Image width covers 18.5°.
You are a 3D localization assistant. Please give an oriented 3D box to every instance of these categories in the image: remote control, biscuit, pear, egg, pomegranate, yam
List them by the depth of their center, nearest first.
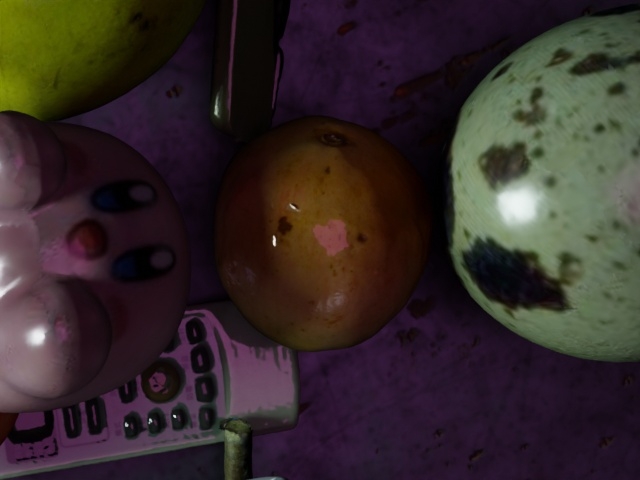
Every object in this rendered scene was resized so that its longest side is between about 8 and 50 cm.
[{"bbox_3d":[-0.196,-0.205,1.508,0.269,0.212,0.212,-23,97,-25],"label":"pear"},{"bbox_3d":[-0.002,-0.003,1.575,0.191,0.191,0.191,0,92,-13],"label":"pomegranate"},{"bbox_3d":[0.275,-0.052,1.584,0.379,0.287,0.288,-18,96,-10],"label":"egg"},{"bbox_3d":[-0.055,-0.240,1.608,0.038,0.099,0.322,6,92,23],"label":"biscuit"},{"bbox_3d":[-0.157,0.119,1.617,0.285,0.038,0.123,-6,93,-13],"label":"remote control"},{"bbox_3d":[-0.070,0.209,1.633,0.027,0.033,0.129,-28,129,-46],"label":"yam"}]

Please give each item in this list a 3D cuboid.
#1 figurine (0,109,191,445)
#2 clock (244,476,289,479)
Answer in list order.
[{"bbox_3d":[-0.215,0.020,1.505,0.211,0.261,0.270,-9,80,-46],"label":"figurine"},{"bbox_3d":[-0.144,0.301,1.478,0.338,0.338,0.102,-30,95,-10],"label":"clock"}]
